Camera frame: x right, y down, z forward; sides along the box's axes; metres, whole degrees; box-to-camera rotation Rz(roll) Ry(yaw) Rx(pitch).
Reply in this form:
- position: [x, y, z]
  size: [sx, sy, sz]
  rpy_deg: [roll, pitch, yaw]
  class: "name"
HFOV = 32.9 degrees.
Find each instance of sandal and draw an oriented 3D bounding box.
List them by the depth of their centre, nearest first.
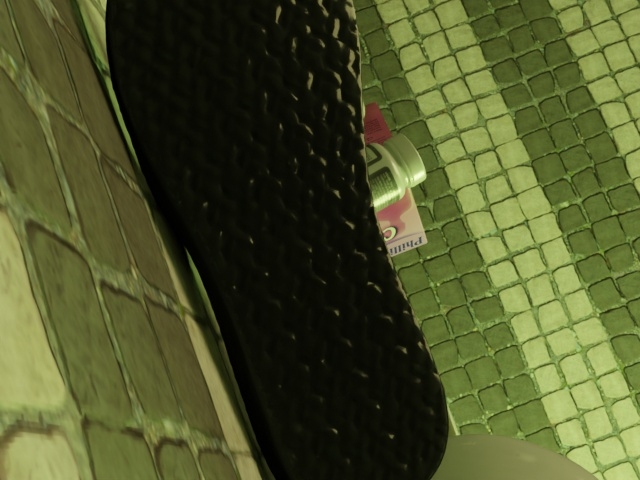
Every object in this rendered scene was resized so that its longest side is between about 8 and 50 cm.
- position: [-0.042, -0.028, 0.734]
  size: [0.107, 0.168, 0.445]
  rpy_deg: [-4, -79, 66]
  class: "sandal"

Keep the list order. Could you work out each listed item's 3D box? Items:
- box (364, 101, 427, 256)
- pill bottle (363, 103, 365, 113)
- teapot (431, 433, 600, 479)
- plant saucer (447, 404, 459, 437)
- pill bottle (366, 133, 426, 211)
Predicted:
- position: [0.038, -0.071, 1.793]
  size: [0.243, 0.214, 0.117]
  rpy_deg: [67, 2, -46]
  class: "box"
- position: [-0.047, -0.233, 1.598]
  size: [0.188, 0.188, 0.333]
  rpy_deg: [41, 27, -85]
  class: "pill bottle"
- position: [0.120, 0.282, 0.819]
  size: [0.187, 0.256, 0.252]
  rpy_deg: [-51, 148, -51]
  class: "teapot"
- position: [0.161, 0.363, 1.773]
  size: [0.400, 0.101, 0.400]
  rpy_deg: [164, -90, -85]
  class: "plant saucer"
- position: [0.053, -0.069, 1.303]
  size: [0.078, 0.137, 0.078]
  rpy_deg: [59, -9, 16]
  class: "pill bottle"
